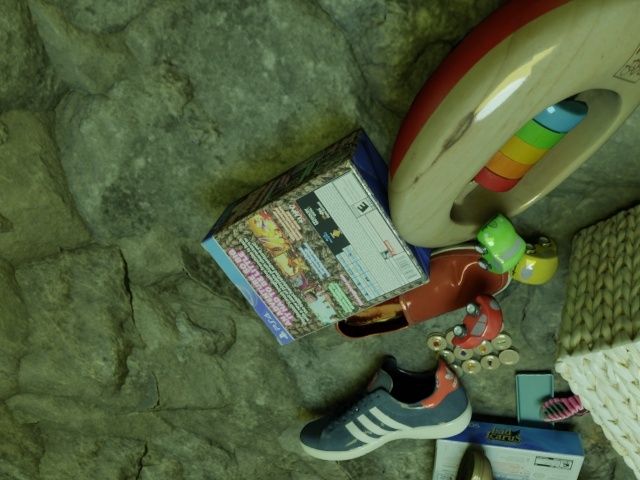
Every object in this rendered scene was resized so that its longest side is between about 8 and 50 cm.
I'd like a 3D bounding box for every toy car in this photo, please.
[{"bbox_3d":[0.277,0.048,0.906,0.239,0.053,0.225,-44,141,-10],"label":"toy car"}]

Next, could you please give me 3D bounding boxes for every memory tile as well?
[{"bbox_3d":[0.283,0.202,1.132,0.147,0.012,0.113,-21,113,22],"label":"memory tile"}]

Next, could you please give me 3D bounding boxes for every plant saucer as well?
[{"bbox_3d":[0.413,0.327,1.173,0.067,0.018,0.192,-4,119,15],"label":"plant saucer"}]

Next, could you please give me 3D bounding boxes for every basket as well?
[{"bbox_3d":[0.529,0.131,0.844,0.266,0.331,0.328,-25,112,40],"label":"basket"}]

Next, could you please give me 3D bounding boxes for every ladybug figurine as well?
[{"bbox_3d":[0.245,-0.166,0.800,0.305,0.162,0.449,-1,144,-39],"label":"ladybug figurine"}]

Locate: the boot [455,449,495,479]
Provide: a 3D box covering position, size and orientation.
[{"bbox_3d":[0.391,0.487,1.145,0.269,0.089,0.236,9,140,8],"label":"boot"}]

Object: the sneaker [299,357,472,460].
[{"bbox_3d":[0.104,0.313,1.179,0.349,0.131,0.148,-19,107,15],"label":"sneaker"}]

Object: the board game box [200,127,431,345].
[{"bbox_3d":[0.000,0.000,1.003,0.290,0.141,0.232,-26,111,24],"label":"board game box"}]

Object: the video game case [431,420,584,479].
[{"bbox_3d":[0.362,0.467,1.225,0.269,0.061,0.245,4,126,10],"label":"video game case"}]

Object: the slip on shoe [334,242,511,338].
[{"bbox_3d":[0.168,0.096,1.047,0.331,0.101,0.123,-18,112,19],"label":"slip on shoe"}]

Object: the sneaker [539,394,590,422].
[{"bbox_3d":[0.466,0.314,1.131,0.119,0.047,0.057,-23,129,7],"label":"sneaker"}]
